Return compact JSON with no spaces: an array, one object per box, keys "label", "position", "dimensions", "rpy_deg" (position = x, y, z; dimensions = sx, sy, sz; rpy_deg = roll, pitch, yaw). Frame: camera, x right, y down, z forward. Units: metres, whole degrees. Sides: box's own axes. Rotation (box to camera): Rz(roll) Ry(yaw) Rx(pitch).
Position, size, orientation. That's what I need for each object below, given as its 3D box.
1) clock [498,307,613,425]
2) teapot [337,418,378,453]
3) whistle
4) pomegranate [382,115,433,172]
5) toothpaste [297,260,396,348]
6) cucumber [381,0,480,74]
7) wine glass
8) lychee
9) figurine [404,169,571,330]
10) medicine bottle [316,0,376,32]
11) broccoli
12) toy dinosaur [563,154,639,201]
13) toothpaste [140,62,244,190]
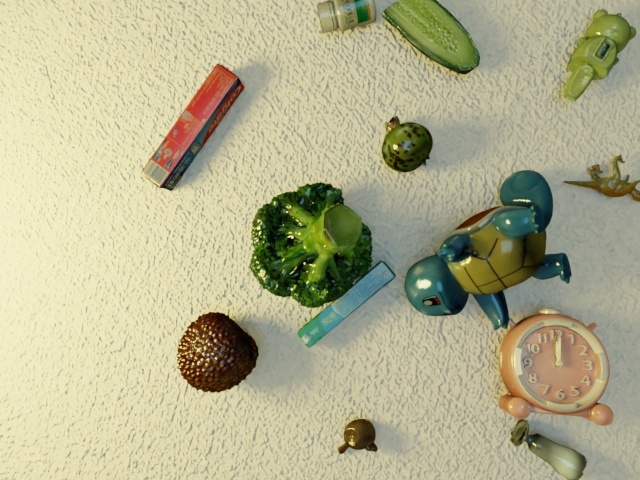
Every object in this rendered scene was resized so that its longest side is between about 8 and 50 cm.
[{"label":"clock","position":[0.519,0.275,1.080],"dimensions":[0.227,0.142,0.241],"rpy_deg":[1,81,6]},{"label":"teapot","position":[0.082,0.480,1.130],"dimensions":[0.110,0.080,0.085],"rpy_deg":[-46,59,15]},{"label":"whistle","position":[0.625,-0.419,1.085],"dimensions":[0.105,0.085,0.227],"rpy_deg":[31,91,3]},{"label":"pomegranate","position":[0.191,-0.230,1.102],"dimensions":[0.122,0.122,0.162],"rpy_deg":[-30,65,3]},{"label":"toothpaste","position":[0.062,0.150,1.132],"dimensions":[0.266,0.065,0.050],"rpy_deg":[-40,88,3]},{"label":"cucumber","position":[0.265,-0.475,1.116],"dimensions":[0.244,0.063,0.115],"rpy_deg":[45,87,2]},{"label":"wine glass","position":[0.527,0.485,1.105],"dimensions":[0.155,0.072,0.072],"rpy_deg":[31,92,4]},{"label":"lychee","position":[-0.243,0.260,1.099],"dimensions":[0.188,0.188,0.188],"rpy_deg":[0,90,3]},{"label":"figurine","position":[0.373,0.021,1.030],"dimensions":[0.416,0.243,0.298],"rpy_deg":[-46,129,2]},{"label":"medicine bottle","position":[0.061,-0.538,1.119],"dimensions":[0.130,0.080,0.080],"rpy_deg":[-15,90,3]},{"label":"broccoli","position":[0.000,0.000,1.035],"dimensions":[0.297,0.297,0.298],"rpy_deg":[8,72,-27]},{"label":"toy dinosaur","position":[0.666,-0.120,1.109],"dimensions":[0.162,0.039,0.126],"rpy_deg":[-28,90,4]},{"label":"toothpaste","position":[-0.305,-0.268,1.145],"dimensions":[0.066,0.076,0.320],"rpy_deg":[37,93,2]}]
